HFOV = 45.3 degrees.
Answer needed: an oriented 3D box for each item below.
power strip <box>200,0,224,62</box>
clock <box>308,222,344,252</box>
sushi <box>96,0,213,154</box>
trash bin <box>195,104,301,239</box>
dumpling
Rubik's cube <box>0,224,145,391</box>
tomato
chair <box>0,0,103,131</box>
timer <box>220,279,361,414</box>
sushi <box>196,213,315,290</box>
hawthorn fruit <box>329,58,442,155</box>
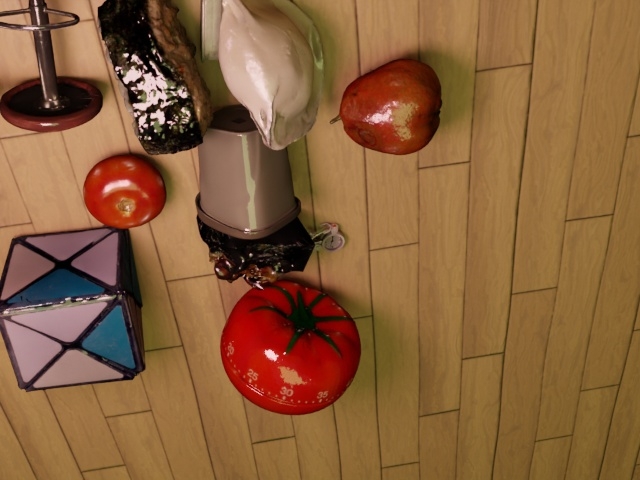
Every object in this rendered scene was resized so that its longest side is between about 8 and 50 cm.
[{"bbox_3d":[-0.231,-0.509,1.639,0.052,0.078,0.272,-2,126,-10],"label":"power strip"},{"bbox_3d":[0.000,0.000,2.084,0.129,0.041,0.087,-15,131,-5],"label":"clock"},{"bbox_3d":[-0.343,-0.357,1.626,0.171,0.211,0.349,-18,98,1],"label":"sushi"},{"bbox_3d":[-0.177,-0.170,1.805,0.219,0.220,0.250,15,124,29],"label":"trash bin"},{"bbox_3d":[-0.095,-0.395,1.671,0.181,0.260,0.341,-36,84,46],"label":"dumpling"},{"bbox_3d":[-0.612,0.165,1.930,0.310,0.307,0.305,-5,125,-8],"label":"Rubik's cube"},{"bbox_3d":[-0.471,-0.119,1.852,0.195,0.136,0.195,-7,128,-9],"label":"tomato"},{"bbox_3d":[-0.567,-0.389,1.580,0.227,0.226,0.400,-2,128,-9],"label":"chair"},{"bbox_3d":[-0.081,0.292,2.076,0.378,0.378,0.279,11,124,-17],"label":"timer"},{"bbox_3d":[-0.184,0.012,1.980,0.227,0.215,0.212,-3,135,-34],"label":"sushi"},{"bbox_3d":[0.149,-0.304,1.783,0.261,0.224,0.224,0,127,6],"label":"hawthorn fruit"}]
